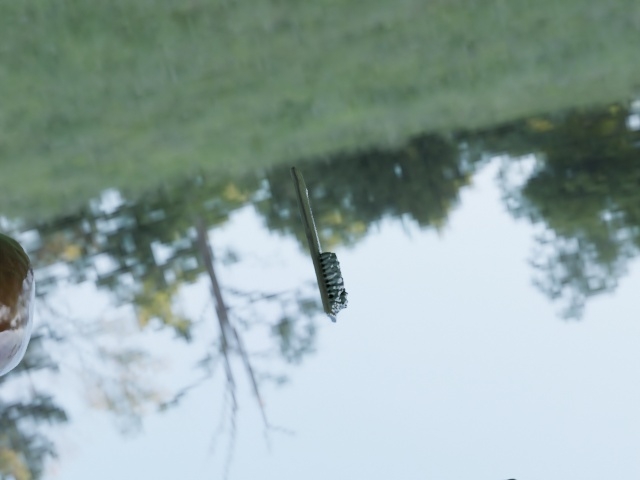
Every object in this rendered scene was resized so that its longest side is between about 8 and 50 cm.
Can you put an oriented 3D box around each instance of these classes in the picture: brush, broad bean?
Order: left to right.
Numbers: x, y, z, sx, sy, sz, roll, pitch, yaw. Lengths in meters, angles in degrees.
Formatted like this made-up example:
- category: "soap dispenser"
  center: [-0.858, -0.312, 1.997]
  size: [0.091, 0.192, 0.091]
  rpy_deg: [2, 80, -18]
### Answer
- category: "broad bean"
  center: [-0.217, 0.035, 0.733]
  size: [0.114, 0.084, 0.165]
  rpy_deg: [5, -177, 35]
- category: "brush"
  center: [0.000, 0.000, 1.538]
  size: [0.028, 0.190, 0.034]
  rpy_deg: [-20, 153, 11]

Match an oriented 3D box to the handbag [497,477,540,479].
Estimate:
- category: "handbag"
  center: [0.222, 0.441, 1.524]
  size: [0.149, 0.302, 0.283]
  rpy_deg: [-11, -139, 26]
